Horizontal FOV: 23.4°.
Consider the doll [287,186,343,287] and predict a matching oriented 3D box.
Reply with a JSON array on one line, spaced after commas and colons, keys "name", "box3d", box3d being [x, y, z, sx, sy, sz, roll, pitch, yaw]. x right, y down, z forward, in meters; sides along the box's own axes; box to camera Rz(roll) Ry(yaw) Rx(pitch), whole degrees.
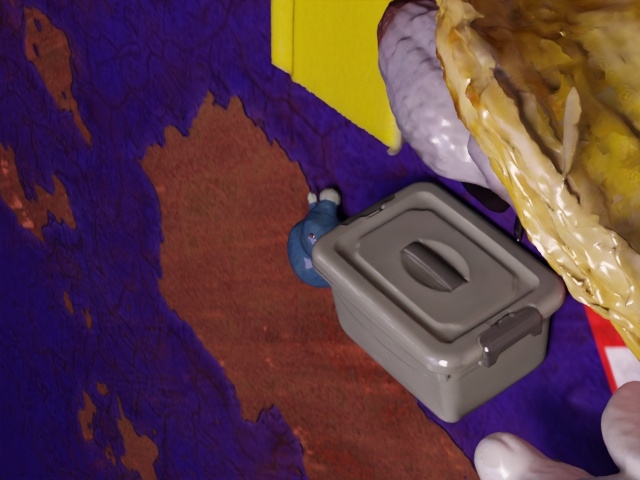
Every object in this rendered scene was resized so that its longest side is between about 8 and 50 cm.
[{"name": "doll", "box3d": [0.000, 0.000, 1.301, 0.076, 0.050, 0.083, 60, 152, 20]}]

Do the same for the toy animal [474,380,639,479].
[{"name": "toy animal", "box3d": [0.194, 0.234, 0.962, 0.289, 0.174, 0.249, -108, 17, -73]}]

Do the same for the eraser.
[{"name": "eraser", "box3d": [0.032, -0.197, 1.089, 0.158, 0.069, 0.226, 42, 142, 39]}]

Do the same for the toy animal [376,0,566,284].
[{"name": "toy animal", "box3d": [0.099, -0.072, 0.919, 0.195, 0.090, 0.324, 49, -174, -1]}]

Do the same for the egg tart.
[{"name": "egg tart", "box3d": [0.178, -0.052, 0.783, 0.116, 0.295, 0.295, -39, 73, 24]}]

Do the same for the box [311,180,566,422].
[{"name": "box", "box3d": [0.086, 0.049, 1.130, 0.172, 0.124, 0.093, 42, 152, 39]}]
